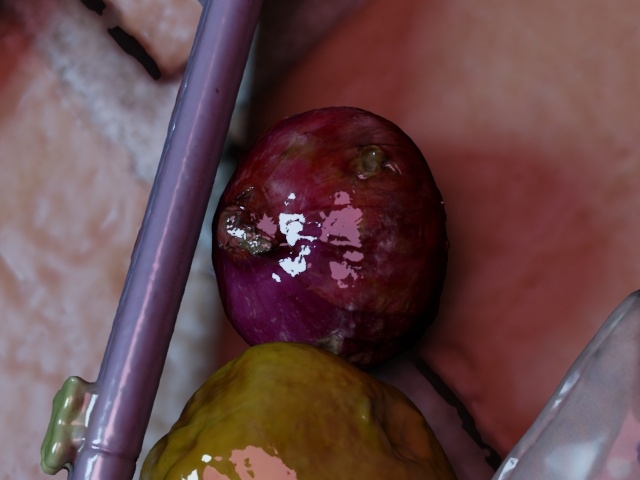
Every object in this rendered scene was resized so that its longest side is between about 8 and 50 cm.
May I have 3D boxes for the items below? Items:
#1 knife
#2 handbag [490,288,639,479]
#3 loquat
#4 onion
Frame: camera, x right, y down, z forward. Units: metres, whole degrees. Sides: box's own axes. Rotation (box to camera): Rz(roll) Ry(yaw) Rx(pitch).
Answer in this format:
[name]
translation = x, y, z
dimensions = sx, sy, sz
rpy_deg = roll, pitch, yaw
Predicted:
[knife]
translation = -0.068, 0.001, 0.700
dimensions = 0.038, 0.132, 0.399
rpy_deg = 18, 75, -10
[handbag]
translation = 0.117, 0.163, 0.545
dimensions = 0.193, 0.190, 0.251
rpy_deg = 38, 98, 22
[loquat]
translation = -0.011, 0.109, 0.642
dimensions = 0.137, 0.113, 0.137
rpy_deg = 11, 115, 24
[onion]
translation = 0.000, 0.000, 0.680
dimensions = 0.107, 0.097, 0.107
rpy_deg = -10, 74, 40
